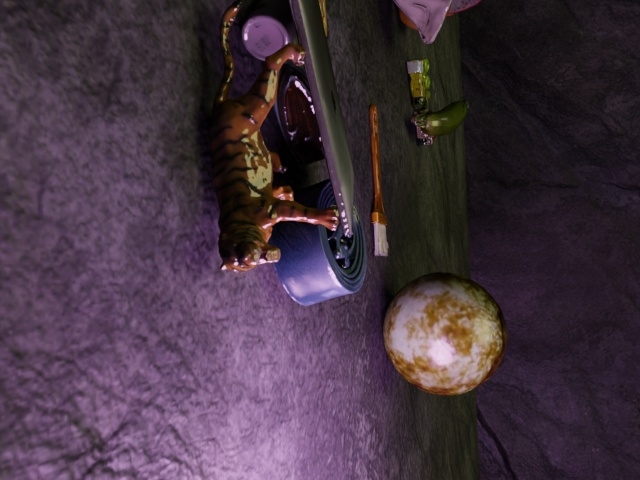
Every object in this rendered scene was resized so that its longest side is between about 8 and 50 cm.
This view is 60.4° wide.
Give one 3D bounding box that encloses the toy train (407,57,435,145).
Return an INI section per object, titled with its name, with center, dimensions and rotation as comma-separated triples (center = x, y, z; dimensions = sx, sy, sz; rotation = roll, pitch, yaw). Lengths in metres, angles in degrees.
[toy train]
center = 0.287, -0.386, 1.554
dimensions = 0.085, 0.053, 0.250
rotation = -45, 131, -52

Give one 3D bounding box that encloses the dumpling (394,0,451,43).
[dumpling]
center = 0.247, -0.647, 1.234
dimensions = 0.260, 0.181, 0.341
rotation = 147, -41, -72

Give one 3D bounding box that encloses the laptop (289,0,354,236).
[laptop]
center = 0.009, -0.161, 0.642
dimensions = 0.188, 0.015, 0.269
rotation = -79, 158, -61

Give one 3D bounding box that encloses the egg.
[egg]
center = 0.247, 0.184, 1.102
dimensions = 0.289, 0.238, 0.238
rotation = 29, 60, -74

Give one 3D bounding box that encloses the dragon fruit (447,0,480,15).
[dragon fruit]
center = 0.385, -0.810, 1.570
dimensions = 0.290, 0.290, 0.190
rotation = 33, 49, -64

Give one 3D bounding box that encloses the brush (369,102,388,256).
[brush]
center = 0.115, -0.125, 1.116
dimensions = 0.090, 0.017, 0.315
rotation = 8, 79, -71

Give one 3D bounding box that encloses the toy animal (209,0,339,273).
[toy animal]
center = -0.073, -0.100, 0.538
dimensions = 0.116, 0.114, 0.255
rotation = -11, 89, -29

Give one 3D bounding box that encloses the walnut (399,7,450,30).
[walnut]
center = 0.277, -0.635, 1.448
dimensions = 0.180, 0.144, 0.144
rotation = -73, 151, -51

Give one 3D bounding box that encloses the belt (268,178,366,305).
[belt]
center = 0.000, 0.000, 0.695
dimensions = 0.190, 0.082, 0.142
rotation = -55, 127, -65

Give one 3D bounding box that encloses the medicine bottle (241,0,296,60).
[medicine bottle]
center = -0.041, -0.292, 0.675
dimensions = 0.199, 0.057, 0.058
rotation = -74, 152, -43

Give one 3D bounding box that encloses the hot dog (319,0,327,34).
[hot dog]
center = -0.013, -0.358, 0.796
dimensions = 0.044, 0.028, 0.137
rotation = -26, 111, -39

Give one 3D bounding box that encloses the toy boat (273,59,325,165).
[toy boat]
center = -0.028, -0.165, 0.697
dimensions = 0.066, 0.059, 0.140
rotation = -114, -174, -55

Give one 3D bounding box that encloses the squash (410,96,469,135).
[squash]
center = 0.347, -0.339, 1.545
dimensions = 0.318, 0.071, 0.080
rotation = -30, 84, -48
